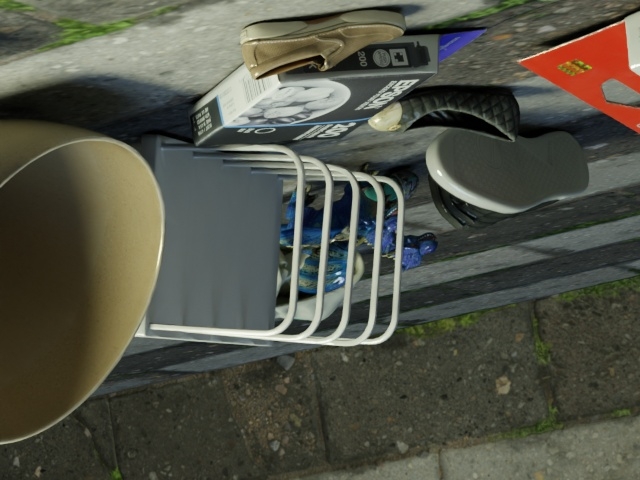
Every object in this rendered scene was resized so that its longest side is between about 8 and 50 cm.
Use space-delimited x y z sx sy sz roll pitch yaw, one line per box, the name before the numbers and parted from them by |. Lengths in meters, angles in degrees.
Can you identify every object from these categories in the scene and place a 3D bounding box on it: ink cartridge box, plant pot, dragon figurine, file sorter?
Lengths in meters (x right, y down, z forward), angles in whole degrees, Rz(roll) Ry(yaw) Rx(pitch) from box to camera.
ink cartridge box | 0.352 -0.137 1.701 0.239 0.060 0.275 -21 152 35
ink cartridge box | 0.015 -0.132 1.644 0.208 0.045 0.206 -7 171 -25
plant pot | -0.301 0.011 1.634 0.191 0.284 0.284 25 -170 31
dragon figurine | 0.000 0.000 2.070 0.289 0.085 0.144 -15 -151 28
file sorter | -0.043 0.009 1.857 0.173 0.193 0.277 2 176 24

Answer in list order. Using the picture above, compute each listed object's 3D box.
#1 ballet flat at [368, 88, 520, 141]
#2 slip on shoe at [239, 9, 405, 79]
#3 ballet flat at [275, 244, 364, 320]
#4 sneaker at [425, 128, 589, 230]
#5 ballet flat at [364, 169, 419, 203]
ballet flat | 0.124 -0.119 1.811 0.173 0.049 0.057 -5 168 -29
slip on shoe | 0.004 -0.156 1.497 0.135 0.041 0.051 -7 170 -16
ballet flat | -0.072 0.043 2.420 0.139 0.139 0.400 -15 173 30
sneaker | 0.164 -0.060 2.025 0.147 0.105 0.295 -22 170 33
ballet flat | 0.086 -0.057 2.184 0.041 0.041 0.114 -6 171 -22
